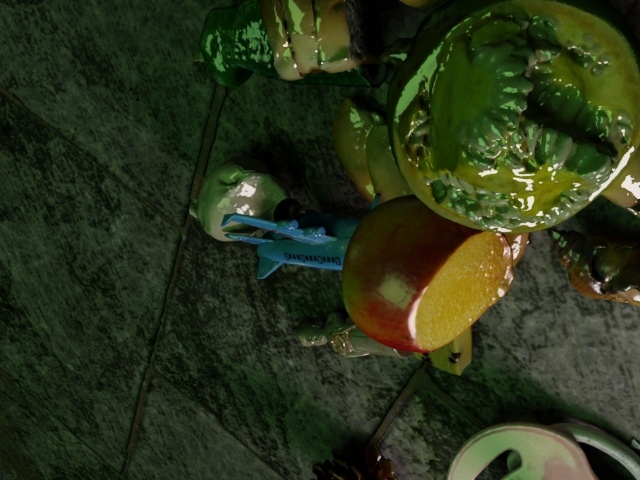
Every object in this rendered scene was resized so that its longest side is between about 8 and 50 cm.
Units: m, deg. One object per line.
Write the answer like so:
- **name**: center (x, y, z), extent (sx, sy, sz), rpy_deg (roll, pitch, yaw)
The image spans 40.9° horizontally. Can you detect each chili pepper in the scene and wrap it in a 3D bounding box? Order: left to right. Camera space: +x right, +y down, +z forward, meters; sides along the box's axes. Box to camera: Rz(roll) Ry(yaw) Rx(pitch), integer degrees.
- **chili pepper**: center (-0.054, -0.252, 1.086), extent (0.270, 0.099, 0.136), rpy_deg (2, 130, 34)

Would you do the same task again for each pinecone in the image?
- **pinecone**: center (0.039, 0.453, 1.439), extent (0.168, 0.212, 0.186), rpy_deg (2, 110, 38)

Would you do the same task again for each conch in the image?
- **conch**: center (0.363, 0.044, 0.974), extent (0.232, 0.086, 0.080), rpy_deg (21, 92, 11)

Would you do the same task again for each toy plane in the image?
- **toy plane**: center (0.000, 0.000, 1.170), extent (0.271, 0.105, 0.254), rpy_deg (-12, 153, 42)

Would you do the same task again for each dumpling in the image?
- **dumpling**: center (-0.114, -0.057, 1.270), extent (0.199, 0.136, 0.118), rpy_deg (-16, 67, 49)

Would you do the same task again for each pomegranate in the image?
- **pomegranate**: center (0.224, -0.122, 0.866), extent (0.340, 0.260, 0.260), rpy_deg (25, 141, -17)

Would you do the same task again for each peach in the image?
- **peach**: center (0.123, 0.037, 0.976), extent (0.192, 0.190, 0.190), rpy_deg (7, 126, 12)

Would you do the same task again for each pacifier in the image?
- **pacifier**: center (0.315, 0.402, 1.170), extent (0.332, 0.273, 0.220), rpy_deg (45, 153, 10)

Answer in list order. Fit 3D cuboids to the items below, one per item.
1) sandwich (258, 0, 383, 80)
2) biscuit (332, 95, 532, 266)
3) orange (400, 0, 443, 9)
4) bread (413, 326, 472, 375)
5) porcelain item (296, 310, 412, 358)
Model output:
- **sandwich**: center (-0.008, -0.312, 0.838), extent (0.099, 0.271, 0.301), rpy_deg (-7, 103, 8)
- **biscuit**: center (0.133, -0.060, 1.112), extent (0.299, 0.045, 0.154), rpy_deg (33, 137, 17)
- **orange**: center (0.089, -0.377, 0.758), extent (0.196, 0.262, 0.335), rpy_deg (3, 110, 23)
- **bread**: center (0.160, 0.091, 1.163), extent (0.088, 0.049, 0.226), rpy_deg (23, 144, 31)
- **porcelain item**: center (0.042, 0.146, 1.329), extent (0.213, 0.054, 0.084), rpy_deg (-4, 115, 43)
